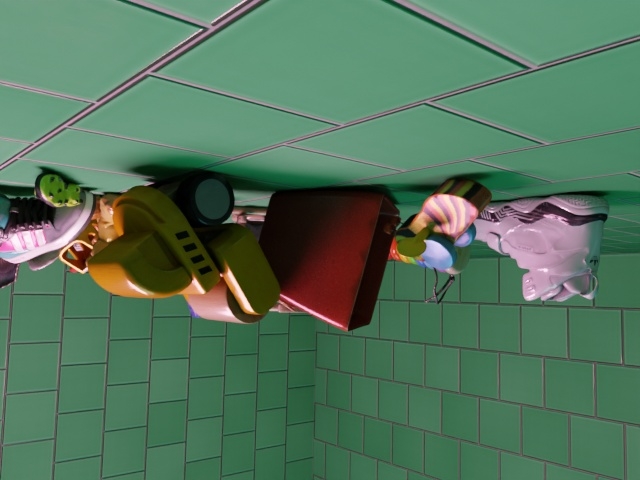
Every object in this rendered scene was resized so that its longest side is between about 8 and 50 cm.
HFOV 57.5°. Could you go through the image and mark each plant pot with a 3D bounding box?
[{"bbox_3d":[0.007,0.023,1.227,0.236,0.266,0.267,15,179,14],"label":"plant pot"}]

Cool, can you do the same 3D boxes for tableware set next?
[{"bbox_3d":[-0.112,0.100,1.268,0.141,0.020,0.168,30,-177,-4],"label":"tableware set"}]

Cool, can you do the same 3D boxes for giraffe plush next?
[{"bbox_3d":[-0.474,-0.010,1.337,0.210,0.170,0.182,-3,173,43],"label":"giraffe plush"}]

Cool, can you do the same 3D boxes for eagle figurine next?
[{"bbox_3d":[-0.784,-0.003,1.474,0.227,0.225,0.298,-12,170,-24],"label":"eagle figurine"}]

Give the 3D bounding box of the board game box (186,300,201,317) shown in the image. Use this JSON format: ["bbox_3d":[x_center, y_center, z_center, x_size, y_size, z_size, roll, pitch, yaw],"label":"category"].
[{"bbox_3d":[-0.410,0.126,2.082,0.066,0.318,0.318,-26,-167,-38],"label":"board game box"}]

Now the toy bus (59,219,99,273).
[{"bbox_3d":[-0.602,-0.017,1.501,0.202,0.190,0.104,2,148,50],"label":"toy bus"}]

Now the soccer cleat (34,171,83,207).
[{"bbox_3d":[-0.499,-0.090,1.077,0.073,0.060,0.179,3,178,-5],"label":"soccer cleat"}]

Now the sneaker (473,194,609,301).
[{"bbox_3d":[0.428,0.023,1.242,0.138,0.210,0.366,5,174,-35],"label":"sneaker"}]

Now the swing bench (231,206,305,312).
[{"bbox_3d":[-0.124,0.048,1.438,0.255,0.253,0.165,0,175,11],"label":"swing bench"}]

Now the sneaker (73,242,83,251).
[{"bbox_3d":[-0.666,0.001,1.732,0.344,0.134,0.146,-2,174,37],"label":"sneaker"}]

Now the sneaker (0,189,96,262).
[{"bbox_3d":[-0.626,-0.055,1.204,0.296,0.123,0.178,-23,149,22],"label":"sneaker"}]

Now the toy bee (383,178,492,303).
[{"bbox_3d":[0.194,-0.010,1.089,0.162,0.298,0.195,33,-146,18],"label":"toy bee"}]

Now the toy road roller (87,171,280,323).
[{"bbox_3d":[-0.255,0.049,1.053,0.203,0.329,0.240,-3,-147,45],"label":"toy road roller"}]

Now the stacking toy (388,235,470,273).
[{"bbox_3d":[0.306,0.030,1.871,0.141,0.141,0.331,6,177,-43],"label":"stacking toy"}]
